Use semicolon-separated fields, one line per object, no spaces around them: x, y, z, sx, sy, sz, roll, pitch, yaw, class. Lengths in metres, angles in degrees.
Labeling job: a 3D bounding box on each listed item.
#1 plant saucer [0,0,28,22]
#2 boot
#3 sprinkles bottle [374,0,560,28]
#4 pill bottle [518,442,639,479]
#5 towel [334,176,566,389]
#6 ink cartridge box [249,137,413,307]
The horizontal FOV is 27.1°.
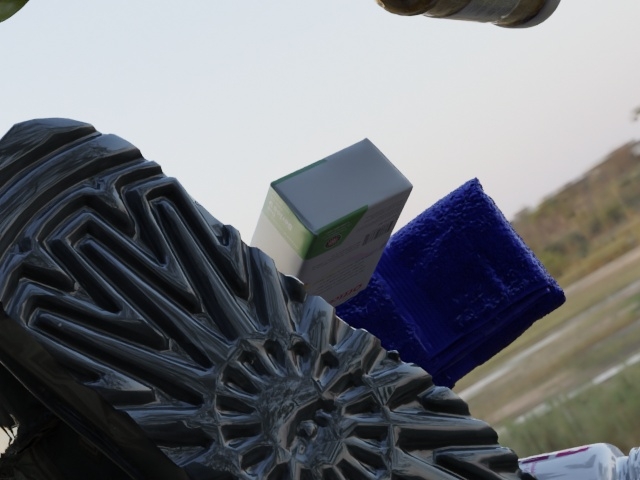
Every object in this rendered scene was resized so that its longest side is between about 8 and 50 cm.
-0.472;-0.426;1.913;0.241;0.037;0.241;-47;-27;-33;plant saucer
-0.097;0.187;0.704;0.146;0.367;0.445;-38;-8;-41;boot
0.186;-0.329;1.649;0.121;0.121;0.355;-33;-11;30;sprinkles bottle
0.265;0.311;1.453;0.283;0.160;0.160;-16;2;22;pill bottle
0.151;0.081;1.817;0.308;0.227;0.076;-36;-18;1;towel
0.000;0.000;1.570;0.154;0.093;0.212;-28;-27;-32;ink cartridge box
